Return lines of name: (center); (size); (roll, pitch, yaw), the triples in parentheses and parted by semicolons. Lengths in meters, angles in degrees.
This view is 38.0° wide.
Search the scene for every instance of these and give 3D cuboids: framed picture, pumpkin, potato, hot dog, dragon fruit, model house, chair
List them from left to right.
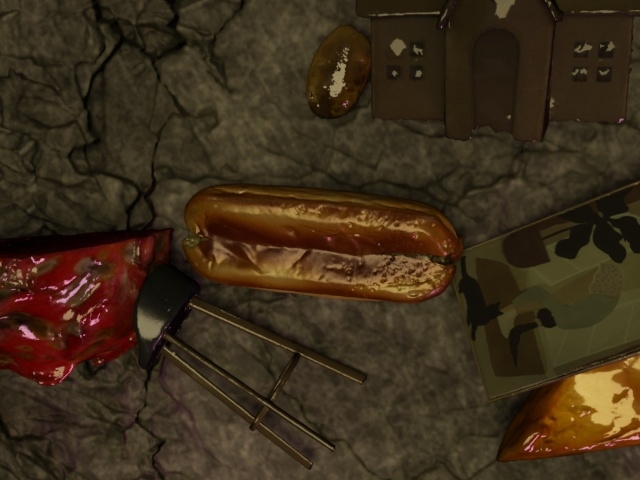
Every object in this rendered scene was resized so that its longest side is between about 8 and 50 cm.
dragon fruit: (-0.279, 0.065, 0.810); (0.262, 0.211, 0.134); (-3, 92, 15)
chair: (-0.078, 0.119, 0.841); (0.221, 0.104, 0.095); (35, 121, -1)
hot dog: (0.000, 0.000, 0.818); (0.249, 0.068, 0.100); (7, 113, 10)
potato: (0.016, -0.145, 0.805); (0.051, 0.040, 0.083); (20, 103, 0)
model house: (0.134, -0.211, 0.671); (0.211, 0.204, 0.243); (2, 113, 11)
framed picture: (0.212, 0.040, 0.771); (0.201, 0.010, 0.136); (-23, 65, 22)
pumpkin: (0.320, 0.097, 0.770); (0.290, 0.095, 0.258); (14, 98, 13)
